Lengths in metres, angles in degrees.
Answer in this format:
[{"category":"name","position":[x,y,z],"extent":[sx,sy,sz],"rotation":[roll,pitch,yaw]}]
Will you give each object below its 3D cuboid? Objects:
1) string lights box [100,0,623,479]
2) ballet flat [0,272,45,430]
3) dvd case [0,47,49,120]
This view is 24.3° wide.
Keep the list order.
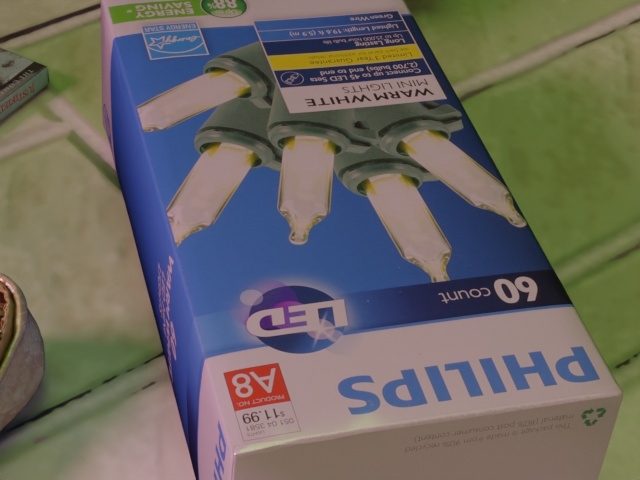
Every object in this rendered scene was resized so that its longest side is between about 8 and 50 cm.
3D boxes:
[{"category":"string lights box","position":[0.000,0.000,0.574],"extent":[0.133,0.077,0.260],"rotation":[-7,42,-14]},{"category":"ballet flat","position":[-0.150,0.071,0.499],"extent":[0.057,0.052,0.168],"rotation":[16,43,13]},{"category":"dvd case","position":[-0.201,-0.076,0.694],"extent":[0.119,0.013,0.087],"rotation":[24,45,20]}]
